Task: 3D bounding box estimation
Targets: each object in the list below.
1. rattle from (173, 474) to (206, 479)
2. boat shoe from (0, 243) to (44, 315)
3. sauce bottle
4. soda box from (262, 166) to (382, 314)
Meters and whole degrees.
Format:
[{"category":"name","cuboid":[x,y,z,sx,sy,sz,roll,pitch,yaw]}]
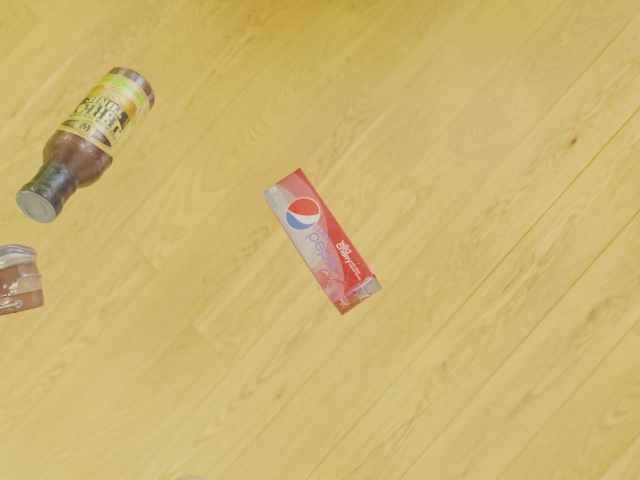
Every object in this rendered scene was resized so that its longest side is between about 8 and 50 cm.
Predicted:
[{"category":"rattle","cuboid":[-0.227,0.406,1.006,0.199,0.143,0.130,-1,114,27]},{"category":"boat shoe","cuboid":[-0.569,0.112,1.084,0.324,0.123,0.116,-22,89,1]},{"category":"sauce bottle","cuboid":[-0.401,-0.168,1.253,0.111,0.111,0.344,9,47,11]},{"category":"soda box","cuboid":[0.000,0.000,1.314,0.092,0.083,0.263,-34,65,-1]}]
